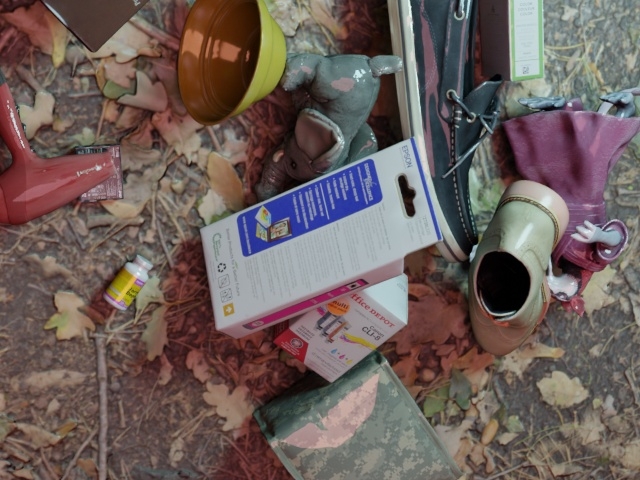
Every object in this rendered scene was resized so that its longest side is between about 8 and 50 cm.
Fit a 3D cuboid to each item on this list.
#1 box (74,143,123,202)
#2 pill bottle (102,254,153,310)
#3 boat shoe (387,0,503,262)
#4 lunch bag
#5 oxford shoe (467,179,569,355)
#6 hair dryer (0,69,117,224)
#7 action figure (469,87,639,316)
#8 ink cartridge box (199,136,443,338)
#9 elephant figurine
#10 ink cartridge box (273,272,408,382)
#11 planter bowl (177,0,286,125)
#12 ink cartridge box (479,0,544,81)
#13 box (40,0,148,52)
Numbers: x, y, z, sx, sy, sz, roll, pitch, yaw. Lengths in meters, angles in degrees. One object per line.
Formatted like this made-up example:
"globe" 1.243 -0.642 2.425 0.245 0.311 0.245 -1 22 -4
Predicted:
"box" -0.331 -0.101 1.585 0.067 0.018 0.083 -6 105 -15
"pill bottle" -0.293 0.064 1.624 0.043 0.043 0.083 35 92 -21
"boat shoe" 0.205 -0.207 1.621 0.156 0.187 0.500 -5 102 12
"lunch bag" 0.069 0.345 1.736 0.235 0.169 0.287 -35 106 -6
"oxford shoe" 0.279 0.079 1.660 0.146 0.140 0.397 -54 157 -32
"hair dryer" -0.433 -0.134 1.506 0.293 0.080 0.223 19 98 -16
"action figure" 0.415 -0.059 1.755 0.276 0.248 0.370 -18 109 -40
"ink cartridge box" 0.000 0.000 1.550 0.371 0.176 0.069 -23 151 21
"elephant figurine" 0.006 -0.160 1.596 0.169 0.186 0.239 -2 99 -22
"ink cartridge box" 0.034 0.104 1.652 0.128 0.127 0.176 37 119 -20
"planter bowl" -0.112 -0.266 1.524 0.090 0.217 0.217 6 102 -39
"ink cartridge box" 0.297 -0.359 1.657 0.062 0.109 0.209 -9 106 -14
"box" -0.247 -0.460 1.418 0.381 0.143 0.191 -45 148 -3
